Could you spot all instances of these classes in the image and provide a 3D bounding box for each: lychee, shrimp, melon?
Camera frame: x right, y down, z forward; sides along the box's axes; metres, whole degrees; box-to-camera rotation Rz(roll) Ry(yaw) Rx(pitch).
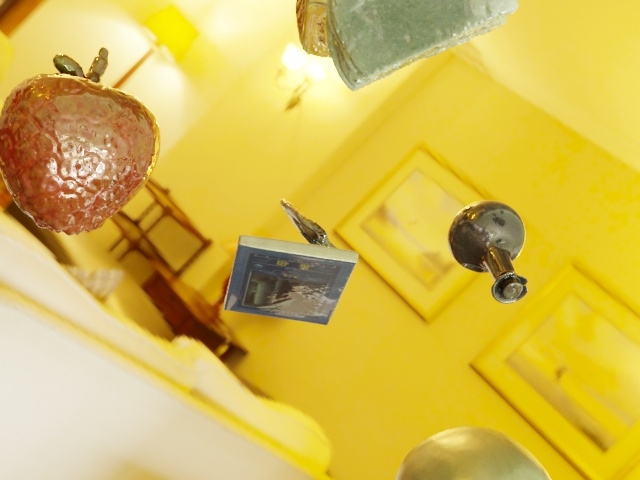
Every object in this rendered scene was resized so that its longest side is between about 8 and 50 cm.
[{"bbox_3d":[-0.369,-0.158,1.561,0.255,0.300,0.255,14,1,0],"label":"lychee"},{"bbox_3d":[0.002,-0.003,1.817,0.195,0.035,0.148,43,-5,-19],"label":"shrimp"},{"bbox_3d":[0.259,0.439,1.702,0.308,0.272,0.272,3,-31,44],"label":"melon"}]

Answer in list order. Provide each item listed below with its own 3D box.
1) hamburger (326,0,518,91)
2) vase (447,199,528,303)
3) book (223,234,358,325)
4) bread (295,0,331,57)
[{"bbox_3d":[0.052,-0.151,0.619,0.084,0.121,0.054,65,18,-1],"label":"hamburger"},{"bbox_3d":[0.260,0.019,1.514,0.120,0.120,0.183,45,18,-33],"label":"vase"},{"bbox_3d":[-0.056,0.071,1.688,0.191,0.025,0.269,8,-27,-7],"label":"book"},{"bbox_3d":[0.037,-0.424,1.823,0.158,0.143,0.149,9,-35,-7],"label":"bread"}]
